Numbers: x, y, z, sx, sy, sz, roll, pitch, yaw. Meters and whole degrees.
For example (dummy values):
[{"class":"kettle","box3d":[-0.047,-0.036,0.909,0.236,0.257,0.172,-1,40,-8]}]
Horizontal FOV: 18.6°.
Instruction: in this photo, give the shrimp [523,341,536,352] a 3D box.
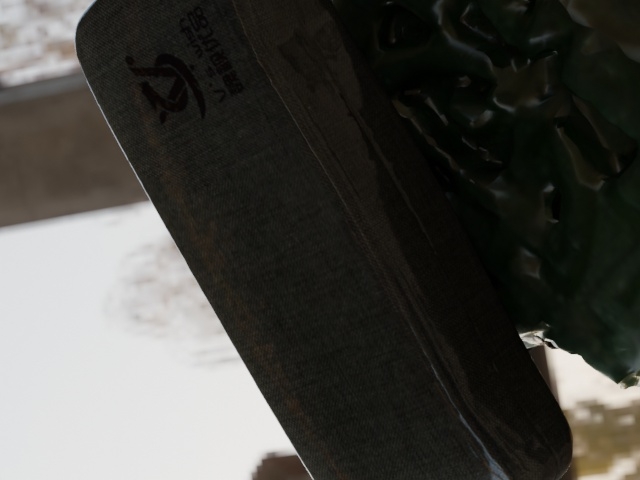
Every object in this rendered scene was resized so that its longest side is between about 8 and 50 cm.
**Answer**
[{"class":"shrimp","box3d":[0.119,0.049,1.410,0.079,0.232,0.090,-105,-6,-57]}]

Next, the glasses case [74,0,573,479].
[{"class":"glasses case","box3d":[0.000,0.000,0.968,0.074,0.131,0.323,-35,-83,-47]}]

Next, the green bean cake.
[{"class":"green bean cake","box3d":[0.109,-0.028,1.048,0.308,0.300,0.169,44,-149,21]}]
